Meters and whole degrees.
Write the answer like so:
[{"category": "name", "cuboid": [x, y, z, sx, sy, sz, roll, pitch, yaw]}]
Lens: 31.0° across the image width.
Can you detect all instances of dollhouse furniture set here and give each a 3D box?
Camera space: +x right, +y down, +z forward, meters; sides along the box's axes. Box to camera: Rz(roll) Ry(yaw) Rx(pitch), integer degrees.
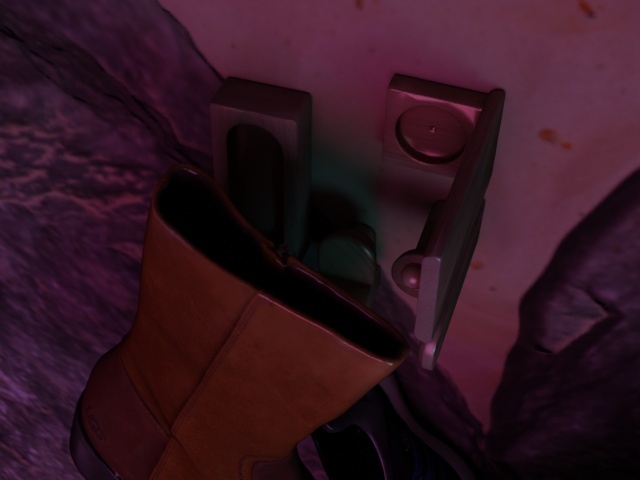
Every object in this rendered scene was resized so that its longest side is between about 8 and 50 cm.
[{"category": "dollhouse furniture set", "cuboid": [0.000, 0.000, 0.597, 0.151, 0.123, 0.144, 14, 136, 13]}]

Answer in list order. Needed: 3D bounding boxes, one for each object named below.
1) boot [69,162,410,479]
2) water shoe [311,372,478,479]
[{"category": "boot", "cuboid": [-0.010, 0.113, 0.644, 0.264, 0.096, 0.280, 43, 140, 8]}, {"category": "water shoe", "cuboid": [0.040, 0.156, 0.766, 0.073, 0.080, 0.203, -15, 124, 37]}]
